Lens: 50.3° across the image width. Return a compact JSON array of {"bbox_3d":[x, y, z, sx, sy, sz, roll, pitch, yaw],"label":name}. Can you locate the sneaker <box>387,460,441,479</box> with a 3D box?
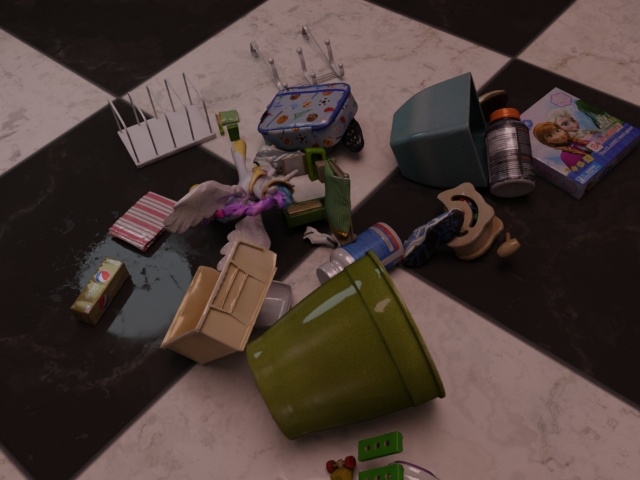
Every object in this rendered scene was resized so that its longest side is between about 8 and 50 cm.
[{"bbox_3d":[0.259,0.571,1.389,0.305,0.114,0.152,15,61,25],"label":"sneaker"}]

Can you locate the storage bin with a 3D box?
[{"bbox_3d":[-0.240,0.148,1.633,0.123,0.262,0.261,30,61,-18],"label":"storage bin"}]

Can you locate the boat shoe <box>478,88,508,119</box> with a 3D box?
[{"bbox_3d":[0.484,-0.431,2.201,0.257,0.095,0.095,-27,48,-17],"label":"boat shoe"}]

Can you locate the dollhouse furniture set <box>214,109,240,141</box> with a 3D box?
[{"bbox_3d":[-0.305,-0.399,2.255,0.076,0.059,0.152,-14,51,-8],"label":"dollhouse furniture set"}]

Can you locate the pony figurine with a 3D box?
[{"bbox_3d":[-0.237,-0.102,1.866,0.351,0.303,0.363,-46,32,-4],"label":"pony figurine"}]

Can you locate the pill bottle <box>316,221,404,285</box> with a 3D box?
[{"bbox_3d":[0.102,0.055,1.805,0.221,0.124,0.124,-31,55,-21],"label":"pill bottle"}]

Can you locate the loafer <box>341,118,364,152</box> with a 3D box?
[{"bbox_3d":[0.097,-0.350,2.168,0.076,0.078,0.223,-36,44,15],"label":"loafer"}]

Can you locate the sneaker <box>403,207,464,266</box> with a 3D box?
[{"bbox_3d":[0.294,-0.022,1.826,0.211,0.080,0.081,-42,34,25],"label":"sneaker"}]

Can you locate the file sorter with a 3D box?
[{"bbox_3d":[-0.513,-0.398,2.198,0.277,0.173,0.193,-25,53,-16],"label":"file sorter"}]

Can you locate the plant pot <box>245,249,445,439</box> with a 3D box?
[{"bbox_3d":[0.036,0.263,1.524,0.352,0.367,0.367,-27,52,-2],"label":"plant pot"}]

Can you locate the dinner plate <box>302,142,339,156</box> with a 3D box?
[{"bbox_3d":[-0.009,-0.307,2.183,0.141,0.017,0.141,-2,51,3],"label":"dinner plate"}]

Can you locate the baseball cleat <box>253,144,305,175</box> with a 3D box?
[{"bbox_3d":[-0.109,-0.232,2.108,0.205,0.072,0.110,15,67,22],"label":"baseball cleat"}]

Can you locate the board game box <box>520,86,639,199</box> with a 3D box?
[{"bbox_3d":[0.756,-0.308,2.091,0.318,0.066,0.318,-38,57,-23],"label":"board game box"}]

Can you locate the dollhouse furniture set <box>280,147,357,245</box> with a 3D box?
[{"bbox_3d":[-0.020,-0.117,1.843,0.151,0.198,0.301,-13,25,-9],"label":"dollhouse furniture set"}]

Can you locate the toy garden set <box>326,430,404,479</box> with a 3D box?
[{"bbox_3d":[0.097,0.539,1.404,0.203,0.049,0.244,-28,45,36],"label":"toy garden set"}]

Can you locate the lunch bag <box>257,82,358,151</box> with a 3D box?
[{"bbox_3d":[-0.045,-0.398,2.153,0.303,0.115,0.243,5,54,33],"label":"lunch bag"}]

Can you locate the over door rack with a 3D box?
[{"bbox_3d":[-0.091,-0.662,2.427,0.239,0.108,0.324,-22,52,-14],"label":"over door rack"}]

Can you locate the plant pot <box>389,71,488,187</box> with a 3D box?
[{"bbox_3d":[0.347,-0.307,2.019,0.252,0.248,0.247,-7,48,23],"label":"plant pot"}]

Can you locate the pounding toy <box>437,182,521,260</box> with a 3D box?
[{"bbox_3d":[0.426,-0.020,1.879,0.154,0.155,0.270,-37,42,10],"label":"pounding toy"}]

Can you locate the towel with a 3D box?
[{"bbox_3d":[-0.511,-0.060,2.013,0.144,0.029,0.197,23,53,22],"label":"towel"}]

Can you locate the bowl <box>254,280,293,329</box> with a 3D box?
[{"bbox_3d":[-0.145,0.173,1.772,0.141,0.053,0.142,6,52,9],"label":"bowl"}]

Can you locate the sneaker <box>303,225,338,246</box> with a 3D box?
[{"bbox_3d":[0.000,0.000,1.920,0.109,0.040,0.044,23,72,26],"label":"sneaker"}]

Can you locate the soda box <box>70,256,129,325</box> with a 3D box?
[{"bbox_3d":[-0.590,0.135,1.832,0.058,0.061,0.181,14,53,16],"label":"soda box"}]

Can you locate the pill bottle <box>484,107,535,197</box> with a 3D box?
[{"bbox_3d":[0.548,-0.259,1.981,0.130,0.130,0.246,-1,70,3],"label":"pill bottle"}]
